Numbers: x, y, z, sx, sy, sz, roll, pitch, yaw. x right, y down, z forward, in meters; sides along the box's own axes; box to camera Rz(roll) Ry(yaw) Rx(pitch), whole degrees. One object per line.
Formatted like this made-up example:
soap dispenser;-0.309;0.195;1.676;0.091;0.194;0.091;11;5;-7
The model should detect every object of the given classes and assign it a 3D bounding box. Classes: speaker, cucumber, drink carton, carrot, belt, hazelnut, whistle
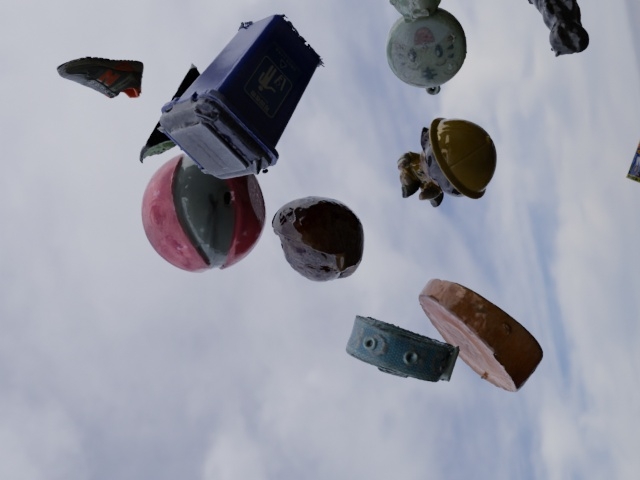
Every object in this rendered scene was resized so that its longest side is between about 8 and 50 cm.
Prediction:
speaker;-0.282;-0.068;2.208;0.294;0.294;0.294;-11;-90;-67
cucumber;-0.265;-0.234;1.757;0.220;0.070;0.046;-64;-14;-11
drink carton;0.729;-0.200;2.046;0.056;0.071;0.166;-43;-29;-40
carrot;0.332;0.197;2.020;0.100;0.307;0.258;-46;-35;-15
belt;0.127;0.183;1.555;0.147;0.163;0.082;14;-87;-57
hazelnut;-0.006;-0.002;1.773;0.201;0.170;0.161;9;-100;-53
whistle;0.151;-0.337;1.417;0.067;0.126;0.258;-88;-15;-53

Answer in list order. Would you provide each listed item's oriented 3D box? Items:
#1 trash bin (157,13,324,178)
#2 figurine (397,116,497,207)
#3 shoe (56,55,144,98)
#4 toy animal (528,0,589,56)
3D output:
trash bin;-0.121;-0.222;1.451;0.162;0.184;0.235;45;-118;-29
figurine;0.270;-0.170;2.020;0.192;0.256;0.167;38;-110;-19
shoe;-0.448;-0.333;1.937;0.194;0.074;0.077;-7;-91;-43
toy animal;0.429;-0.480;1.755;0.168;0.106;0.343;29;-137;-68
